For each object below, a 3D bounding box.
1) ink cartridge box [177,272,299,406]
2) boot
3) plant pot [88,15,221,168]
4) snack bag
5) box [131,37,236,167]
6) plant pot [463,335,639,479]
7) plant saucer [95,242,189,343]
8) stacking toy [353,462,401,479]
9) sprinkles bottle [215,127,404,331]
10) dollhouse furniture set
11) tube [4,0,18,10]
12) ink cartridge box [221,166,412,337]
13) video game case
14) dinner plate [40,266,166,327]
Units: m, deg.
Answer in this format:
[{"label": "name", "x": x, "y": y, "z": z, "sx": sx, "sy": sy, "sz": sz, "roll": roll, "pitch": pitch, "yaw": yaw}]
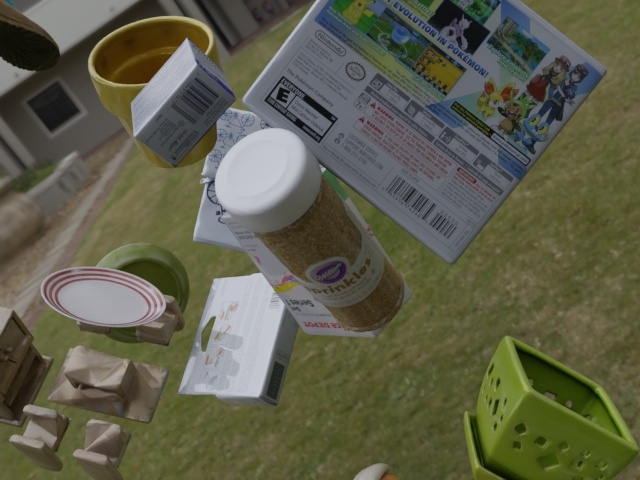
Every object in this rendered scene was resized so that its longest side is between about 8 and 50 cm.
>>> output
[{"label": "ink cartridge box", "x": -0.157, "y": 0.200, "z": 1.638, "sx": 0.239, "sy": 0.060, "sz": 0.275, "roll": -9, "pitch": 56, "yaw": 40}, {"label": "boot", "x": -0.590, "y": -0.466, "z": 1.459, "sx": 0.089, "sy": 0.236, "sz": 0.269, "roll": -29, "pitch": 62, "yaw": 19}, {"label": "plant pot", "x": -0.313, "y": -0.288, "z": 1.625, "sx": 0.254, "sy": 0.239, "sz": 0.254, "roll": -5, "pitch": 44, "yaw": 5}, {"label": "snack bag", "x": -0.129, "y": -0.122, "z": 1.891, "sx": 0.037, "sy": 0.323, "sz": 0.342, "roll": 14, "pitch": -90, "yaw": -86}, {"label": "box", "x": -0.186, "y": -0.185, "z": 1.066, "sx": 0.126, "sy": 0.072, "sz": 0.137, "roll": -46, "pitch": 30, "yaw": 12}, {"label": "plant pot", "x": 0.383, "y": 0.339, "z": 1.413, "sx": 0.207, "sy": 0.228, "sz": 0.227, "roll": -61, "pitch": 5, "yaw": 16}, {"label": "plant saucer", "x": -0.410, "y": 0.126, "z": 1.823, "sx": 0.241, "sy": 0.241, "sz": 0.037, "roll": -39, "pitch": 27, "yaw": -14}, {"label": "stacking toy", "x": 0.242, "y": 0.626, "z": 1.386, "sx": 0.480, "sy": 0.350, "sz": 0.350, "roll": 16, "pitch": 39, "yaw": 15}, {"label": "sprinkles bottle", "x": 0.000, "y": 0.000, "z": 1.051, "sx": 0.121, "sy": 0.355, "sz": 0.121, "roll": -13, "pitch": 56, "yaw": 21}, {"label": "dollhouse furniture set", "x": -0.513, "y": 0.298, "z": 1.670, "sx": 0.394, "sy": 0.256, "sz": 0.362, "roll": 10, "pitch": 57, "yaw": 10}, {"label": "tube", "x": -0.692, "y": -0.521, "z": 1.686, "sx": 0.052, "sy": 0.207, "sz": 0.080, "roll": -29, "pitch": 3, "yaw": 44}, {"label": "ink cartridge box", "x": -0.006, "y": 0.027, "z": 1.351, "sx": 0.201, "sy": 0.278, "sz": 0.117, "roll": -5, "pitch": 35, "yaw": 52}, {"label": "video game case", "x": 0.123, "y": -0.186, "z": 0.969, "sx": 0.300, "sy": 0.329, "sz": 0.036, "roll": -52, "pitch": 1, "yaw": 4}, {"label": "dinner plate", "x": -0.249, "y": 0.068, "z": 0.922, "sx": 0.141, "sy": 0.141, "sz": 0.017, "roll": -92, "pitch": 17, "yaw": -70}]
